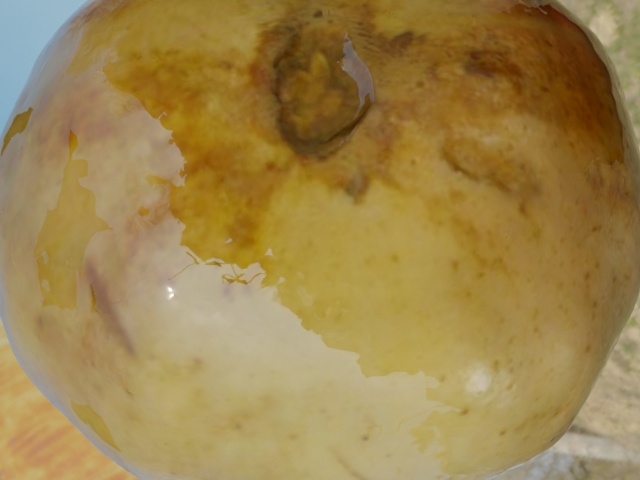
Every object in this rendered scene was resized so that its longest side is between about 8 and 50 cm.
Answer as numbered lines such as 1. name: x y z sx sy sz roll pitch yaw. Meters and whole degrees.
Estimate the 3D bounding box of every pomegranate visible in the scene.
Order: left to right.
1. pomegranate: 0.000 0.000 0.511 0.338 0.338 0.338 56 -171 -14
